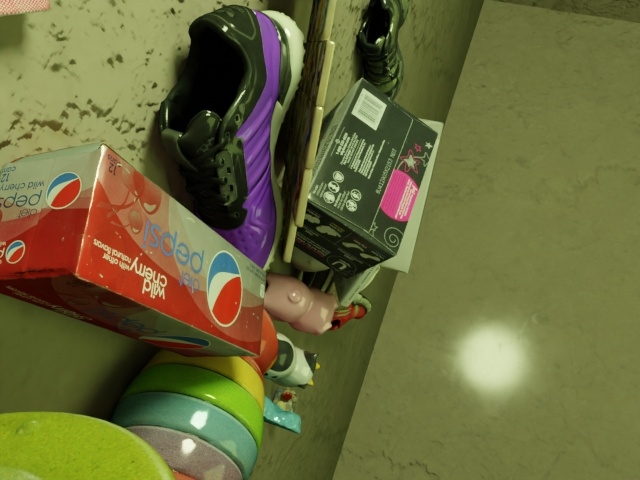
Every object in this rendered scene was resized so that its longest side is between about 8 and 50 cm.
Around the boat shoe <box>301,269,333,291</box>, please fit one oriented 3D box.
[{"bbox_3d":[0.000,0.000,1.070,0.081,0.069,0.227,15,-95,67],"label":"boat shoe"}]

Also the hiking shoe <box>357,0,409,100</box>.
[{"bbox_3d":[0.103,-0.354,1.084,0.114,0.086,0.226,-34,133,-48],"label":"hiking shoe"}]

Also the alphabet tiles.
[{"bbox_3d":[-0.021,-0.145,0.680,0.342,0.011,0.285,-105,-156,-71],"label":"alphabet tiles"}]

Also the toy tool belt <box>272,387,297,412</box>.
[{"bbox_3d":[-0.076,0.325,1.175,0.051,0.052,0.083,-111,-151,-59],"label":"toy tool belt"}]

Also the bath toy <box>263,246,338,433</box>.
[{"bbox_3d":[-0.034,0.126,0.950,0.151,0.129,0.348,63,44,-69],"label":"bath toy"}]

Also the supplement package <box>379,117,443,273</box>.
[{"bbox_3d":[0.141,-0.109,1.233,0.177,0.176,0.292,-58,159,-64],"label":"supplement package"}]

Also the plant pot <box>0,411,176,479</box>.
[{"bbox_3d":[-0.166,0.301,0.303,0.366,0.367,0.352,-45,136,-62],"label":"plant pot"}]

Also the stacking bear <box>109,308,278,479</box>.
[{"bbox_3d":[-0.125,0.175,0.623,0.175,0.164,0.289,-45,-161,37],"label":"stacking bear"}]

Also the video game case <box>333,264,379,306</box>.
[{"bbox_3d":[0.069,-0.004,1.039,0.173,0.022,0.190,-57,-154,29],"label":"video game case"}]

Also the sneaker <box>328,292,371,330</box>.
[{"bbox_3d":[0.040,0.159,1.371,0.118,0.107,0.279,-54,160,-3],"label":"sneaker"}]

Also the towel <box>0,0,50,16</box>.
[{"bbox_3d":[-0.187,-0.194,0.254,0.144,0.029,0.197,-54,155,-54],"label":"towel"}]

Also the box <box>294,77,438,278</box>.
[{"bbox_3d":[0.051,-0.093,0.897,0.142,0.163,0.247,-35,-153,56],"label":"box"}]

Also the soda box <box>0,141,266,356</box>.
[{"bbox_3d":[-0.133,0.029,0.465,0.263,0.084,0.092,49,41,-61],"label":"soda box"}]

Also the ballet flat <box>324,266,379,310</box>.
[{"bbox_3d":[0.085,0.015,1.153,0.316,0.106,0.107,-59,-156,26],"label":"ballet flat"}]

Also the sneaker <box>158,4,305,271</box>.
[{"bbox_3d":[-0.104,-0.081,0.566,0.146,0.102,0.293,-24,125,-63],"label":"sneaker"}]
